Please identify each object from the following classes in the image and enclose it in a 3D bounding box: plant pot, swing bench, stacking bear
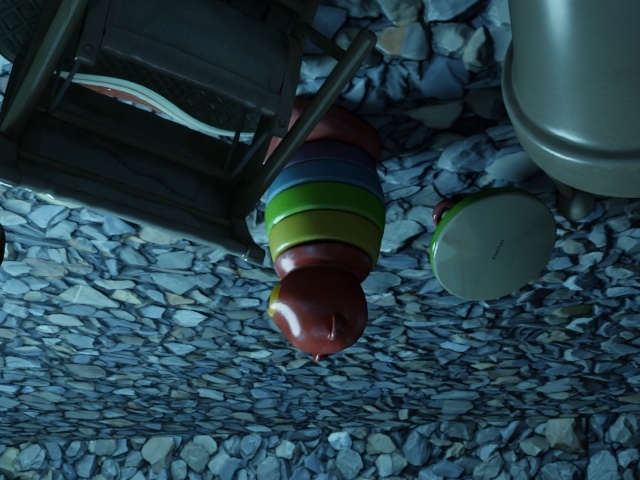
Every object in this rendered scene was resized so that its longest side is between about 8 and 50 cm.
[{"bbox_3d":[0.254,-0.202,0.673,0.263,0.263,0.229,-14,143,26],"label":"plant pot"},{"bbox_3d":[-0.134,-0.143,0.755,0.253,0.165,0.255,20,108,-31],"label":"swing bench"},{"bbox_3d":[0.000,0.000,1.015,0.164,0.289,0.175,10,151,-17],"label":"stacking bear"}]

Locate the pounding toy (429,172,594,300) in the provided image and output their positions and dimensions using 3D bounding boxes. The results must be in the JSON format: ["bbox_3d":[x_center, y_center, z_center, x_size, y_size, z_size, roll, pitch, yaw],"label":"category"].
[{"bbox_3d":[0.250,-0.035,1.176,0.183,0.110,0.237,35,109,-31],"label":"pounding toy"}]

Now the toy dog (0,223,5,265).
[{"bbox_3d":[-0.432,-0.099,0.738,0.284,0.395,0.408,-4,145,4],"label":"toy dog"}]

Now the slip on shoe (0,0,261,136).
[{"bbox_3d":[-0.180,-0.191,0.873,0.331,0.123,0.101,11,-177,-27],"label":"slip on shoe"}]
